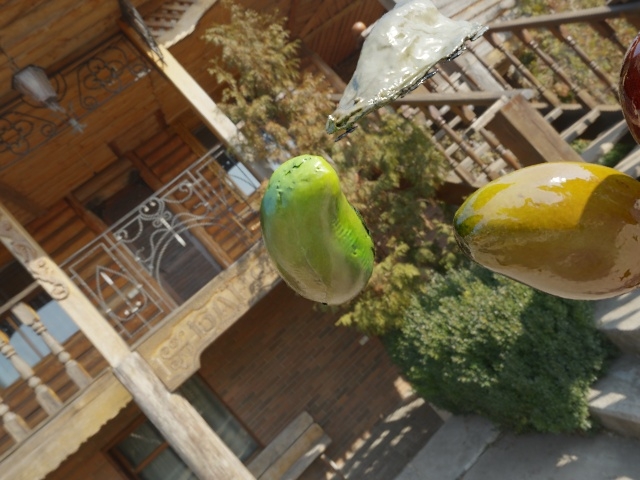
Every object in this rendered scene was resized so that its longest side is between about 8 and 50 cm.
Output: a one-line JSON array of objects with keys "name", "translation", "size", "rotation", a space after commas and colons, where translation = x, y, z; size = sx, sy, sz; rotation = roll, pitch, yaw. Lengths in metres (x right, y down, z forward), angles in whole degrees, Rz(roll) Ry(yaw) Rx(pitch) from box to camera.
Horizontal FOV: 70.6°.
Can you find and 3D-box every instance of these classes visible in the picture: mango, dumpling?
[{"name": "mango", "translation": [0.257, -0.012, 0.482], "size": [0.120, 0.221, 0.151], "rotation": [-89, 20, -52]}, {"name": "mango", "translation": [0.000, 0.000, 0.499], "size": [0.232, 0.126, 0.111], "rotation": [86, -160, -59]}, {"name": "dumpling", "translation": [0.102, -0.234, 0.539], "size": [0.166, 0.086, 0.332], "rotation": [-29, 20, 34]}]

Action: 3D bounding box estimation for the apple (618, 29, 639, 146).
[{"name": "apple", "translation": [0.458, -0.179, 0.496], "size": [0.218, 0.218, 0.201], "rotation": [-41, 19, -32]}]
